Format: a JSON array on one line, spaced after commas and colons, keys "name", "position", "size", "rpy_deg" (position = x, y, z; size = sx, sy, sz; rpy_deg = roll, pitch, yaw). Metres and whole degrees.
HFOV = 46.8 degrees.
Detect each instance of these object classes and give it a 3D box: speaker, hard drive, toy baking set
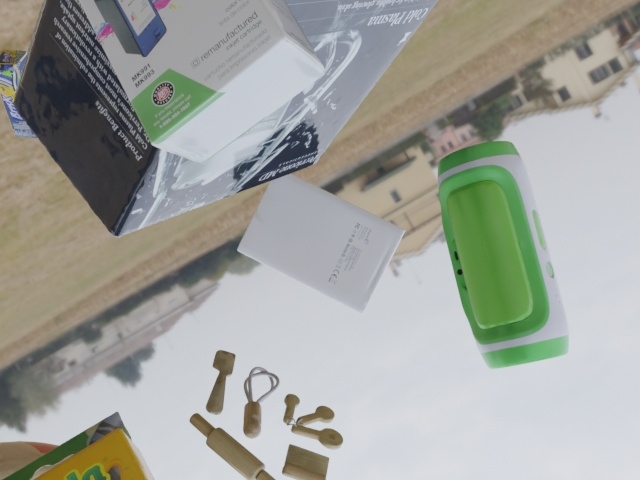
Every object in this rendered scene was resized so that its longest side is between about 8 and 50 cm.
[{"name": "speaker", "position": [0.248, 0.020, 1.018], "size": [0.131, 0.296, 0.131], "rpy_deg": [-12, 170, -2]}, {"name": "hard drive", "position": [0.000, 0.000, 1.658], "size": [0.210, 0.319, 0.040], "rpy_deg": [-64, 171, 3]}, {"name": "toy baking set", "position": [-0.083, 0.254, 1.039], "size": [0.197, 0.256, 0.030], "rpy_deg": [-26, 143, -58]}]

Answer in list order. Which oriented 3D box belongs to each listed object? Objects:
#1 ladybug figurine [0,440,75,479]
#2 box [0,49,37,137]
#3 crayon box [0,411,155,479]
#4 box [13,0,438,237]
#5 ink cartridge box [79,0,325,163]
[{"name": "ladybug figurine", "position": [-0.415, 0.436, 1.109], "size": [0.305, 0.449, 0.162], "rpy_deg": [-41, -138, -2]}, {"name": "box", "position": [-0.598, -0.291, 1.473], "size": [0.054, 0.168, 0.059], "rpy_deg": [4, -138, 5]}, {"name": "crayon box", "position": [-0.227, 0.332, 0.706], "size": [0.203, 0.323, 0.083], "rpy_deg": [-30, 151, -15]}, {"name": "box", "position": [-0.123, -0.311, 1.093], "size": [0.480, 0.297, 0.472], "rpy_deg": [-26, 164, -46]}, {"name": "ink cartridge box", "position": [-0.118, -0.204, 0.678], "size": [0.154, 0.212, 0.093], "rpy_deg": [-33, 162, 17]}]
